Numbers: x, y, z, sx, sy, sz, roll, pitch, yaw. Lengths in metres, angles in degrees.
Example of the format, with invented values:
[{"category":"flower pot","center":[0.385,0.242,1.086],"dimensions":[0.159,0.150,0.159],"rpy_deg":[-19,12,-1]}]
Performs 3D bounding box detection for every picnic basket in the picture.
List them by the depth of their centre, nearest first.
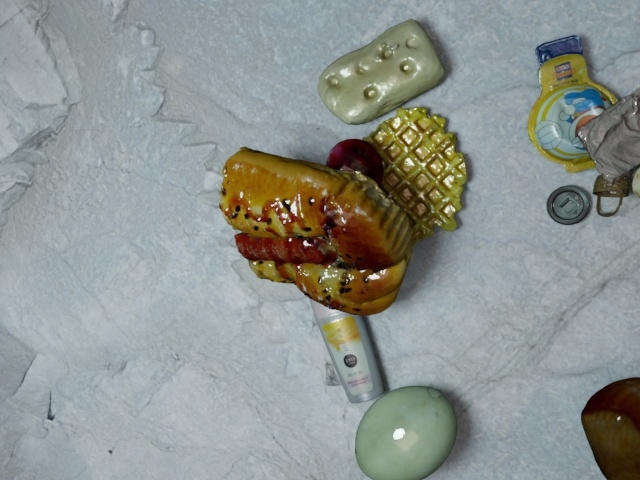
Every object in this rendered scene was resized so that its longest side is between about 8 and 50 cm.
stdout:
[{"category":"picnic basket","center":[0.582,-0.088,1.053],"dimensions":[0.072,0.072,0.083],"rpy_deg":[9,86,14]}]

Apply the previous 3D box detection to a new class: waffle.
[{"category":"waffle","center":[0.165,-0.134,1.166],"dimensions":[0.312,0.060,0.306],"rpy_deg":[-8,92,13]}]

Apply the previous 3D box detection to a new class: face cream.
[{"category":"face cream","center":[0.063,0.236,1.217],"dimensions":[0.108,0.073,0.269],"rpy_deg":[-19,88,8]}]

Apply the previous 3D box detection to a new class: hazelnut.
[{"category":"hazelnut","center":[0.637,0.389,1.023],"dimensions":[0.230,0.229,0.229],"rpy_deg":[1,95,15]}]

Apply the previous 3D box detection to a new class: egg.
[{"category":"egg","center":[0.182,0.424,1.141],"dimensions":[0.186,0.186,0.253],"rpy_deg":[44,103,7]}]

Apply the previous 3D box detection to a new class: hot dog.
[{"category":"hot dog","center":[0.000,0.000,1.061],"dimensions":[0.366,0.367,0.196],"rpy_deg":[13,55,21]}]

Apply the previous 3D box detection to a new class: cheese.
[{"category":"cheese","center":[0.502,-0.272,1.059],"dimensions":[0.177,0.069,0.270],"rpy_deg":[-12,91,14]},{"category":"cheese","center":[0.124,-0.357,1.136],"dimensions":[0.263,0.093,0.159],"rpy_deg":[-28,81,14]}]

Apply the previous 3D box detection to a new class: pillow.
[{"category":"pillow","center":[0.617,-0.221,1.003],"dimensions":[0.248,0.049,0.135],"rpy_deg":[-34,101,-4]}]

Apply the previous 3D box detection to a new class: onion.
[{"category":"onion","center":[0.070,-0.145,1.095],"dimensions":[0.131,0.131,0.131],"rpy_deg":[1,95,15]}]

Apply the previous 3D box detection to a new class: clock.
[{"category":"clock","center":[0.517,-0.074,1.099],"dimensions":[0.085,0.017,0.085],"rpy_deg":[1,95,15]}]

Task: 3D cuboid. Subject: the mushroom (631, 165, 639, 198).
[{"category":"mushroom","center":[0.653,-0.120,1.034],"dimensions":[0.084,0.067,0.083],"rpy_deg":[-6,114,-15]}]
